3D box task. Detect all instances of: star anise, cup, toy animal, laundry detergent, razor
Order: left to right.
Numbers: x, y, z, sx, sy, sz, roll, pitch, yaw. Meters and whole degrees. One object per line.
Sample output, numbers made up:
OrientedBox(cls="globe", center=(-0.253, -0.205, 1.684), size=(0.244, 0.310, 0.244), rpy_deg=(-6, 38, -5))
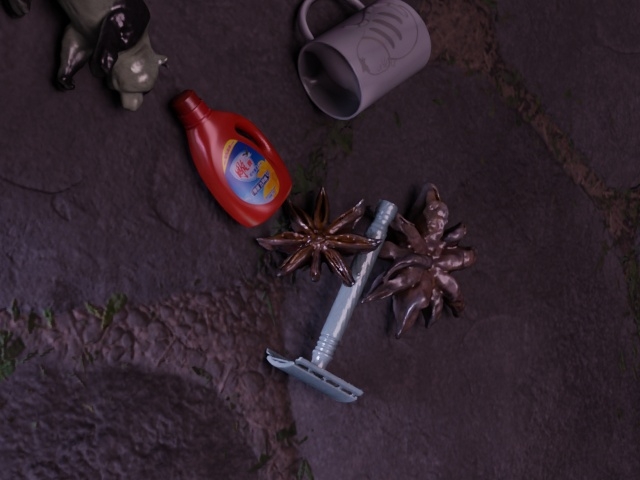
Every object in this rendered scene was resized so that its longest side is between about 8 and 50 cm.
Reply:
OrientedBox(cls="toy animal", center=(-0.228, -0.230, 1.386), size=(0.121, 0.094, 0.225), rpy_deg=(-46, 116, -40))
OrientedBox(cls="laundry detergent", center=(-0.099, -0.099, 1.513), size=(0.165, 0.049, 0.097), rpy_deg=(54, 52, -25))
OrientedBox(cls="star anise", center=(0.000, -0.001, 1.570), size=(0.141, 0.141, 0.042), rpy_deg=(-55, 165, -26))
OrientedBox(cls="razor", center=(0.033, 0.060, 1.595), size=(0.106, 0.068, 0.232), rpy_deg=(32, 76, -36))
OrientedBox(cls="cup", center=(0.044, -0.227, 1.600), size=(0.133, 0.099, 0.136), rpy_deg=(-36, 113, -33))
OrientedBox(cls="star anise", center=(0.129, 0.025, 1.691), size=(0.182, 0.065, 0.195), rpy_deg=(8, 82, -39))
